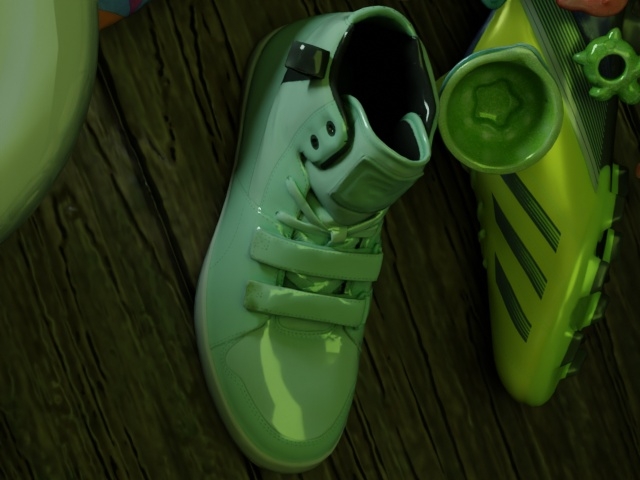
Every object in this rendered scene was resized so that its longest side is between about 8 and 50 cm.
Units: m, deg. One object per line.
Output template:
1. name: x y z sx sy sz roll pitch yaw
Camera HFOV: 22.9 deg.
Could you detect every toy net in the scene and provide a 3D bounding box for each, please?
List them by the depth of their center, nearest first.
1. toy net: 0.088 -0.155 0.833 0.122 0.045 0.232 -22 107 10

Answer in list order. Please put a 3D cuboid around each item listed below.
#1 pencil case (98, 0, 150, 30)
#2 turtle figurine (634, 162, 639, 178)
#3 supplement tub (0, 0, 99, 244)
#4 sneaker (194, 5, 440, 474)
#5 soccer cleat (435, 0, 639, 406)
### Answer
1. pencil case: -0.066 -0.197 0.860 0.236 0.104 0.104 -31 96 -20
2. turtle figurine: 0.311 -0.113 0.969 0.269 0.087 0.217 1 89 -25
3. supplement tub: -0.223 -0.064 0.664 0.207 0.338 0.207 1 86 -19
4. sneaker: 0.000 -0.001 0.836 0.094 0.151 0.256 4 86 -20
5. soccer cleat: 0.122 -0.050 0.930 0.121 0.093 0.289 7 87 12
